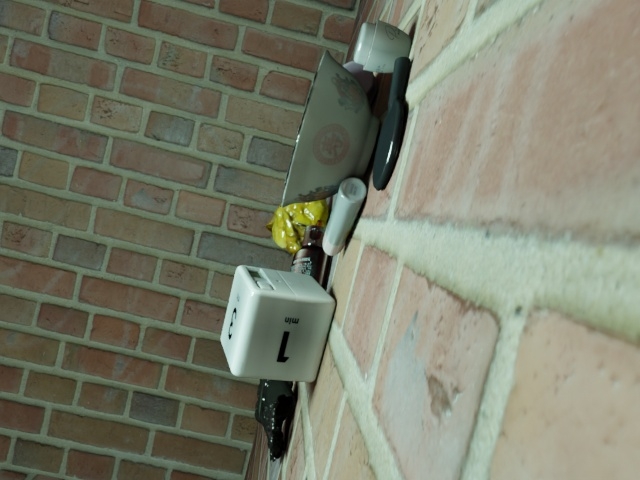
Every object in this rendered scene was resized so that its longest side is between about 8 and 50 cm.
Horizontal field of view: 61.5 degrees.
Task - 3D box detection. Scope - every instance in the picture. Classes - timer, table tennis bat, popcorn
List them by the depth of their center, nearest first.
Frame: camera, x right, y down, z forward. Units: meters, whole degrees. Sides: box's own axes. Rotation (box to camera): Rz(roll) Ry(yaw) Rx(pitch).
[{"bbox_3d":[0.120,-0.200,0.916,0.150,0.027,0.236,129,153,-80],"label":"table tennis bat"},{"bbox_3d":[-0.100,0.182,1.200,0.192,0.195,0.194,-141,63,-66],"label":"timer"},{"bbox_3d":[-0.070,-0.059,1.855,0.191,0.190,0.253,96,-179,-68],"label":"popcorn"}]

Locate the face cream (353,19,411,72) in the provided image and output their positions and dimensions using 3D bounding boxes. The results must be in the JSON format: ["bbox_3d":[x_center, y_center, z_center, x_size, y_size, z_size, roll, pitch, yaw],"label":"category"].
[{"bbox_3d":[0.115,-0.358,1.000,0.091,0.095,0.091,-166,90,-85],"label":"face cream"}]

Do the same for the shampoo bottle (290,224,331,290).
[{"bbox_3d":[-0.037,0.118,1.436,0.129,0.084,0.322,-15,54,44],"label":"shampoo bottle"}]

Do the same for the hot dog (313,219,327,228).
[{"bbox_3d":[0.000,0.000,1.607,0.072,0.055,0.188,-41,25,22],"label":"hot dog"}]

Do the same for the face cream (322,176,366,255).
[{"bbox_3d":[0.049,-0.049,1.155,0.198,0.057,0.084,107,-178,-56],"label":"face cream"}]

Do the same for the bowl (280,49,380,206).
[{"bbox_3d":[0.033,-0.217,1.161,0.345,0.157,0.345,-164,90,-86],"label":"bowl"}]

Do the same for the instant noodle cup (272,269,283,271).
[{"bbox_3d":[-0.165,0.249,1.857,0.192,0.251,0.250,94,-174,-63],"label":"instant noodle cup"}]

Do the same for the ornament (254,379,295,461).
[{"bbox_3d":[-0.123,0.500,1.492,0.260,0.106,0.251,-104,19,-61],"label":"ornament"}]

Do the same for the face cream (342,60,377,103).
[{"bbox_3d":[0.100,-0.374,1.385,0.274,0.096,0.154,-3,-76,-81],"label":"face cream"}]

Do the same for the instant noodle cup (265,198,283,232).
[{"bbox_3d":[-0.089,-0.088,2.138,0.216,0.216,0.172,123,170,-77],"label":"instant noodle cup"}]
